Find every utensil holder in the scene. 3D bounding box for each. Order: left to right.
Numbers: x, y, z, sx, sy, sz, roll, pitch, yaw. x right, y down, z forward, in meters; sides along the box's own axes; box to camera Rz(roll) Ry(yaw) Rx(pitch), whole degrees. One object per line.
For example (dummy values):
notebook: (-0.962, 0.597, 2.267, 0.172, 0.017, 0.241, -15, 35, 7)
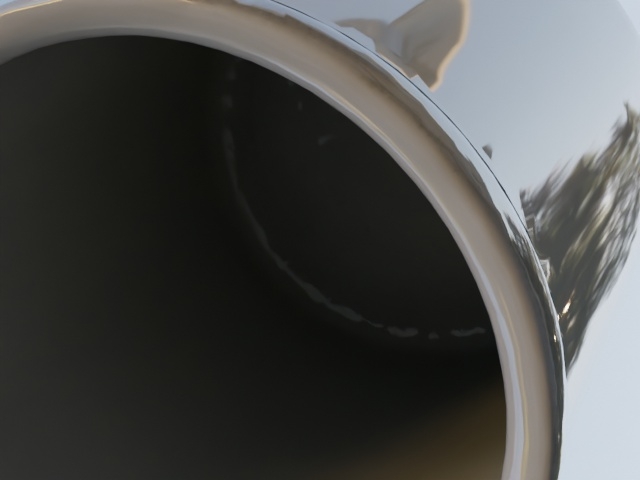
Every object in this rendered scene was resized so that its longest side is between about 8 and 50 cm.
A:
utensil holder: (0.000, 0.000, 0.761, 0.385, 0.327, 0.327, -42, -39, -62)
